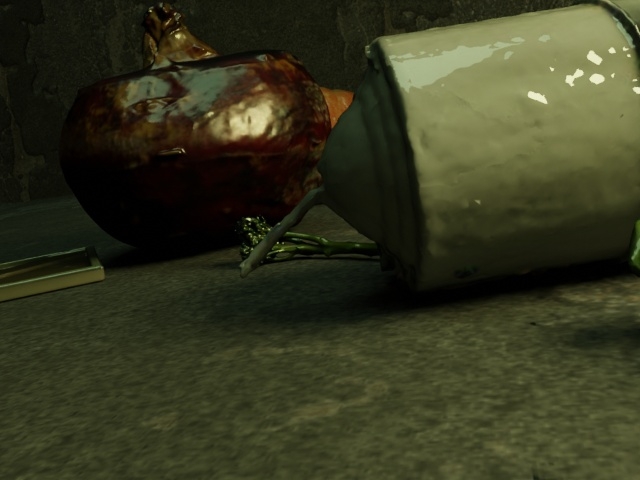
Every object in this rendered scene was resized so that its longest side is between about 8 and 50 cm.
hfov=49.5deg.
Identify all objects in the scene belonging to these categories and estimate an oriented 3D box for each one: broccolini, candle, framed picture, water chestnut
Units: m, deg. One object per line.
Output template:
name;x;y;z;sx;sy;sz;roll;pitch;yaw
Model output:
broccolini;0.003;0.001;0.664;0.194;0.054;0.052;-1;-7;29
candle;0.097;-0.055;0.484;0.330;0.188;0.187;-10;9;-2
framed picture;-0.401;0.052;0.792;0.289;0.020;0.211;-13;10;-19
water chestnut;-0.152;-0.145;0.866;0.350;0.302;0.350;-10;5;1

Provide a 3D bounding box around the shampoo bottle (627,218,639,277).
shampoo bottle;0.254;-0.001;0.287;0.234;0.087;0.118;-2;15;37

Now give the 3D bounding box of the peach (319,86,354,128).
peach;0.006;-0.152;1.185;0.232;0.233;0.232;-9;9;1
